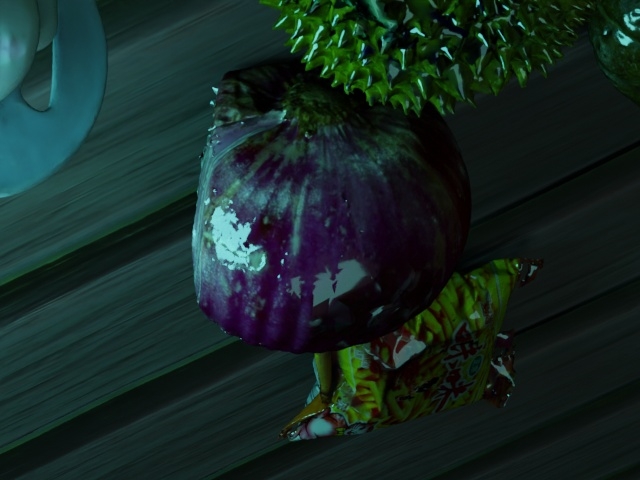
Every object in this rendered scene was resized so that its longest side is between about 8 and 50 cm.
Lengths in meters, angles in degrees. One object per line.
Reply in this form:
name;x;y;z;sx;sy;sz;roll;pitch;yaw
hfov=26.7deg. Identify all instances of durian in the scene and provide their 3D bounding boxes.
durian;0.067;-0.214;0.912;0.291;0.224;0.291;15;131;18

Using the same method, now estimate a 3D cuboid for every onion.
onion;0.008;-0.015;1.156;0.256;0.230;0.272;-23;136;1

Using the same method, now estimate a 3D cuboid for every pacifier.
pacifier;-0.297;-0.139;0.911;0.287;0.238;0.226;2;169;-35

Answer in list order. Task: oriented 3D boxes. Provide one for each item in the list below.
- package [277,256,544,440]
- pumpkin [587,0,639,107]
package;0.095;0.115;1.466;0.288;0.108;0.223;-12;138;-25
pumpkin;0.351;-0.190;1.164;0.219;0.162;0.219;-11;138;-10
